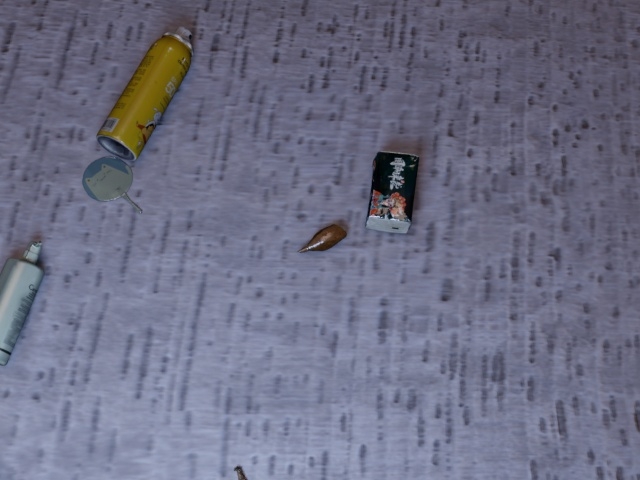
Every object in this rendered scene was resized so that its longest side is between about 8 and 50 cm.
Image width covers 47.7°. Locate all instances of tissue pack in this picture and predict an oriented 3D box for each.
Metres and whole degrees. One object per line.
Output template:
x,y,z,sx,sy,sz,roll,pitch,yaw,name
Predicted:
0.163,-0.110,1.643,0.103,0.090,0.170,7,68,2,tissue pack

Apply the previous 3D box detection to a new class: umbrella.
-0.150,0.489,1.439,0.031,0.020,0.083,-22,67,-12,umbrella

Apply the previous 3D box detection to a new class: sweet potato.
0.000,0.000,1.615,0.117,0.049,0.049,-27,73,-13,sweet potato

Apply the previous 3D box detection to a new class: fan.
-0.466,-0.120,1.652,0.175,0.005,0.113,43,72,13,fan

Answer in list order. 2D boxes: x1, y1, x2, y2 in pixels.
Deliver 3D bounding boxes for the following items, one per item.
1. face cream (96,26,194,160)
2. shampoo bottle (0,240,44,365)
-0.394,-0.356,1.693,0.104,0.105,0.349,22,69,5,face cream
-0.644,0.124,1.507,0.085,0.085,0.263,15,69,2,shampoo bottle
